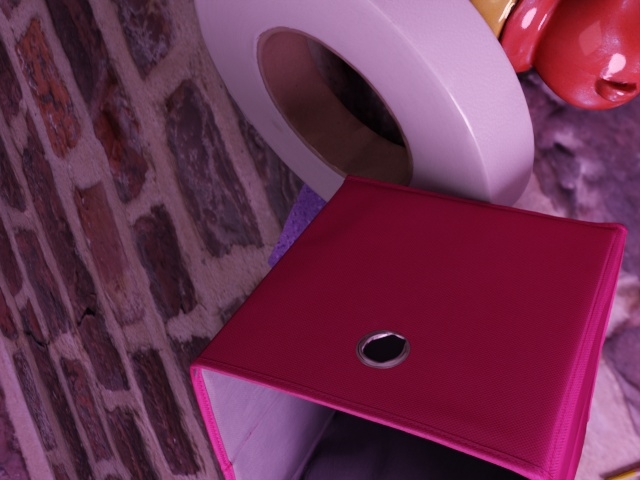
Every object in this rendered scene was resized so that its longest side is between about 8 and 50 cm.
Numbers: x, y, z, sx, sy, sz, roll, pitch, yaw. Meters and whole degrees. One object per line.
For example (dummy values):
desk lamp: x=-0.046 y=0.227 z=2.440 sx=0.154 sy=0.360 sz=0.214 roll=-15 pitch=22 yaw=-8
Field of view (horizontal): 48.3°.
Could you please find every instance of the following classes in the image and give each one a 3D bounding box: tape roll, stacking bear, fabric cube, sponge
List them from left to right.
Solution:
sponge: x=0.000 y=0.000 z=0.986 sx=0.117 sy=0.031 sz=0.210 roll=49 pitch=135 yaw=23
tape roll: x=0.031 y=-0.145 z=0.721 sx=0.392 sy=0.072 sz=0.392 roll=40 pitch=163 yaw=15
fabric cube: x=0.088 y=0.132 z=0.595 sx=0.254 sy=0.258 sz=0.259 roll=13 pitch=132 yaw=25
stacking bear: x=0.167 y=-0.221 z=0.624 sx=0.289 sy=0.175 sz=0.164 roll=40 pitch=134 yaw=21

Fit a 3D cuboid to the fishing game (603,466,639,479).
fishing game: x=0.376 y=0.338 z=0.678 sx=0.189 sy=0.041 sz=0.264 roll=-53 pitch=50 yaw=45
